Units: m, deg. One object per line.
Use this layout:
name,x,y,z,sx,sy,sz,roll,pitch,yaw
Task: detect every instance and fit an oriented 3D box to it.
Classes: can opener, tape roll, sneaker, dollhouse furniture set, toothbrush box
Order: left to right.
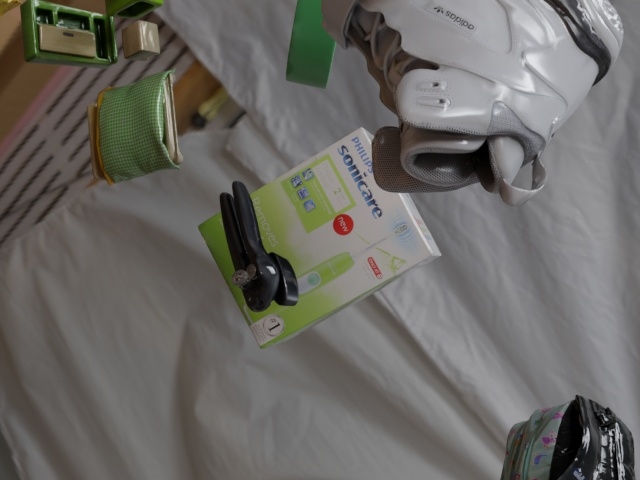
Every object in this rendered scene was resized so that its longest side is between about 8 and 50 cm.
dollhouse furniture set,-0.347,-0.246,1.382,0.197,0.302,0.151,-11,174,43
can opener,-0.088,0.007,1.055,0.059,0.186,0.073,-39,145,19
toothbrush box,0.000,0.000,1.273,0.283,0.206,0.122,-29,172,11
tape roll,0.007,-0.428,1.520,0.321,0.077,0.322,-168,-90,-88
sneaker,0.061,-0.176,0.744,0.210,0.365,0.137,-62,176,-24

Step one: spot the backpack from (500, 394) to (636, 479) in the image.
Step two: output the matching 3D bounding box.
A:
backpack,0.249,0.248,0.886,0.115,0.152,0.182,-28,-148,44

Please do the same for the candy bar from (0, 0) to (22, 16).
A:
candy bar,-0.349,-0.260,0.823,0.040,0.018,0.161,-23,149,15
